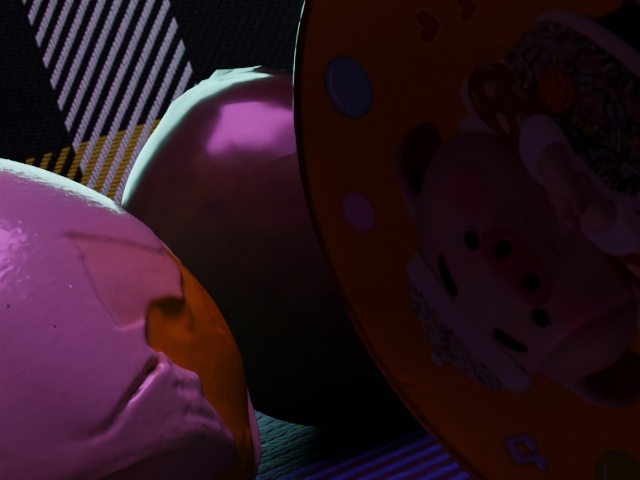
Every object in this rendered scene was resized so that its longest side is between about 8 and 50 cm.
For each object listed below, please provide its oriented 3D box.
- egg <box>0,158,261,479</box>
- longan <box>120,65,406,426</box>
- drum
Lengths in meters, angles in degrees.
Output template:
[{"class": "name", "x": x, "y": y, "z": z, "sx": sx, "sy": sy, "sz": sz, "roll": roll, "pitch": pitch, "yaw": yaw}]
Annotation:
[{"class": "egg", "x": -0.209, "y": 0.091, "z": 1.195, "sx": 0.283, "sy": 0.345, "sz": 0.283, "roll": -42, "pitch": -17, "yaw": -16}, {"class": "longan", "x": 0.000, "y": 0.000, "z": 1.464, "sx": 0.319, "sy": 0.319, "sz": 0.319, "roll": -18, "pitch": 8, "yaw": 3}, {"class": "drum", "x": 0.204, "y": -0.051, "z": 0.931, "sx": 0.214, "sy": 0.431, "sz": 0.431, "roll": -26, "pitch": 11, "yaw": -41}]
